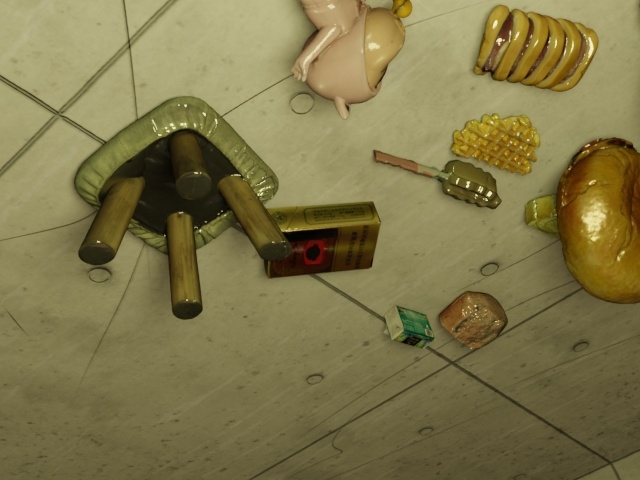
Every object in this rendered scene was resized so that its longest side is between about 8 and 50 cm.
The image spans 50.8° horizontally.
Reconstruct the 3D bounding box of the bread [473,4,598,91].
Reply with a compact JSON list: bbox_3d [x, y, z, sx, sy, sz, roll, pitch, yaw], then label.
[{"bbox_3d":[0.378,-0.333,1.198,0.225,0.081,0.134,3,136,-19],"label":"bread"}]

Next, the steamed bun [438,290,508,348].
[{"bbox_3d":[0.408,0.208,1.766,0.175,0.106,0.145,27,124,-33],"label":"steamed bun"}]

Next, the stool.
[{"bbox_3d":[-0.251,-0.049,1.222,0.310,0.226,0.310,-32,133,18],"label":"stool"}]

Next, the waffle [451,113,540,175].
[{"bbox_3d":[0.356,-0.189,1.372,0.192,0.046,0.160,-10,137,-4],"label":"waffle"}]

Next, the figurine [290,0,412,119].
[{"bbox_3d":[0.044,-0.337,1.044,0.186,0.176,0.287,0,127,21],"label":"figurine"}]

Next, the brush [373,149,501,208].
[{"bbox_3d":[0.242,-0.136,1.379,0.301,0.084,0.071,16,131,-22],"label":"brush"}]

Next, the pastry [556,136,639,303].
[{"bbox_3d":[0.621,-0.037,1.408,0.356,0.355,0.164,28,153,-37],"label":"pastry"}]

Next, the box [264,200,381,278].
[{"bbox_3d":[0.000,0.000,1.459,0.240,0.071,0.159,-4,139,-12],"label":"box"}]

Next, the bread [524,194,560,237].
[{"bbox_3d":[0.542,-0.054,1.533,0.156,0.064,0.118,25,159,-39],"label":"bread"}]

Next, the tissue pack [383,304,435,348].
[{"bbox_3d":[0.224,0.232,1.755,0.111,0.085,0.079,19,129,-32],"label":"tissue pack"}]
